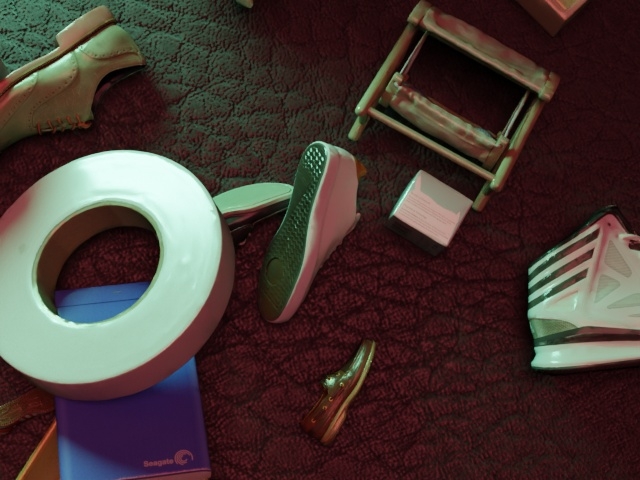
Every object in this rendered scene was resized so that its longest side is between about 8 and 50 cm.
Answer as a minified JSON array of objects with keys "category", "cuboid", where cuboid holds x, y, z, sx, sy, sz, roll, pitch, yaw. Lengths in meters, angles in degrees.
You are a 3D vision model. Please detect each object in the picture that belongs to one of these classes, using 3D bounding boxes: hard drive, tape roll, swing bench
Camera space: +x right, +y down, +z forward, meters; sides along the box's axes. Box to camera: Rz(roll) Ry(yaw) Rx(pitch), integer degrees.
[{"category":"hard drive","cuboid":[-0.287,0.210,1.830,0.210,0.040,0.319,-6,58,-11]},{"category":"tape roll","cuboid":[-0.319,0.046,1.829,0.392,0.072,0.392,-7,60,13]},{"category":"swing bench","cuboid":[0.216,-0.225,1.948,0.253,0.165,0.255,29,79,2]}]

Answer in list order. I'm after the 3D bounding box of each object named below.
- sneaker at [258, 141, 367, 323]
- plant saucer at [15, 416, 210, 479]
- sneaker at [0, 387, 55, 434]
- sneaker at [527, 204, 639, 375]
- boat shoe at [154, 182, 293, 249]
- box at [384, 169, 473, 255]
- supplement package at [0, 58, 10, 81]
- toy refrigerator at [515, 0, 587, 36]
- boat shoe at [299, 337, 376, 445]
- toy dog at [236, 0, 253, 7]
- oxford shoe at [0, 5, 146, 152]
[{"category":"sneaker","cuboid":[0.000,0.000,1.927,0.123,0.106,0.290,16,97,-41]},{"category":"plant saucer","cuboid":[-0.317,0.457,1.832,0.332,0.081,0.333,32,79,1]},{"category":"sneaker","cuboid":[-0.453,0.259,1.882,0.118,0.067,0.042,-19,78,-37]},{"category":"sneaker","cuboid":[0.537,0.062,1.917,0.447,0.169,0.258,-5,82,-3]},{"category":"boat shoe","cuboid":[-0.144,-0.027,1.943,0.233,0.084,0.079,-24,121,-15]},{"category":"box","cuboid":[0.168,-0.042,1.944,0.102,0.101,0.087,31,79,0]},{"category":"supplement package","cuboid":[-0.616,-0.213,1.865,0.145,0.204,0.262,37,80,3]},{"category":"toy refrigerator","cuboid":[0.332,-0.474,2.036,0.102,0.094,0.269,-43,85,-9]},{"category":"boat shoe","cuboid":[0.029,0.225,1.905,0.060,0.064,0.178,29,82,-1]},{"category":"toy dog","cuboid":[-0.097,-0.565,1.918,0.407,0.284,0.396,-4,96,2]},{"category":"oxford shoe","cuboid":[-0.422,-0.211,1.924,0.348,0.123,0.130,-44,91,-9]}]
